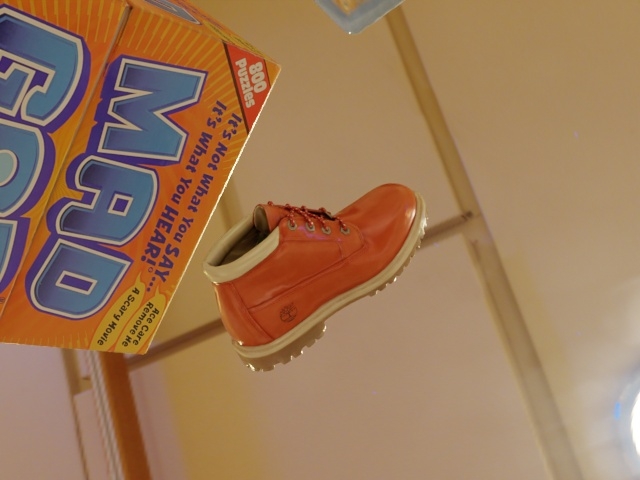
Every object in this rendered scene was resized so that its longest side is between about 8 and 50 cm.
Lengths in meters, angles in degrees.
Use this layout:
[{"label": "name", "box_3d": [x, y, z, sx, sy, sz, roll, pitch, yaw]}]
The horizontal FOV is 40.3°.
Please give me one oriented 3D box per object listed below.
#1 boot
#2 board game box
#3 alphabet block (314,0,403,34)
[{"label": "boot", "box_3d": [0.000, 0.000, 0.532, 0.158, 0.085, 0.059, -39, -148, -22]}, {"label": "board game box", "box_3d": [-0.334, -0.138, 0.914, 0.356, 0.356, 0.357, 43, -68, 43]}, {"label": "alphabet block", "box_3d": [0.058, -0.367, 0.891, 0.192, 0.193, 0.197, -17, -146, 58]}]
